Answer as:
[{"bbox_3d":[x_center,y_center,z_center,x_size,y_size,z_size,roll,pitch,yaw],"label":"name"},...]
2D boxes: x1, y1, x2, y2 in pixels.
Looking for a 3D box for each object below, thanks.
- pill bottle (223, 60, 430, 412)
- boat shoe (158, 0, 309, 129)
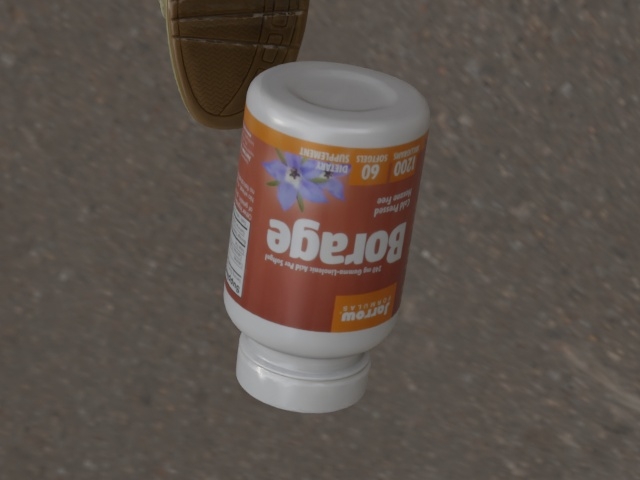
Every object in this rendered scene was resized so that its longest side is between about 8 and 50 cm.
[{"bbox_3d":[0.000,0.000,1.289,0.121,0.121,0.216,21,118,26],"label":"pill bottle"},{"bbox_3d":[-0.067,-0.224,1.393,0.104,0.089,0.285,-1,99,-15],"label":"boat shoe"}]
